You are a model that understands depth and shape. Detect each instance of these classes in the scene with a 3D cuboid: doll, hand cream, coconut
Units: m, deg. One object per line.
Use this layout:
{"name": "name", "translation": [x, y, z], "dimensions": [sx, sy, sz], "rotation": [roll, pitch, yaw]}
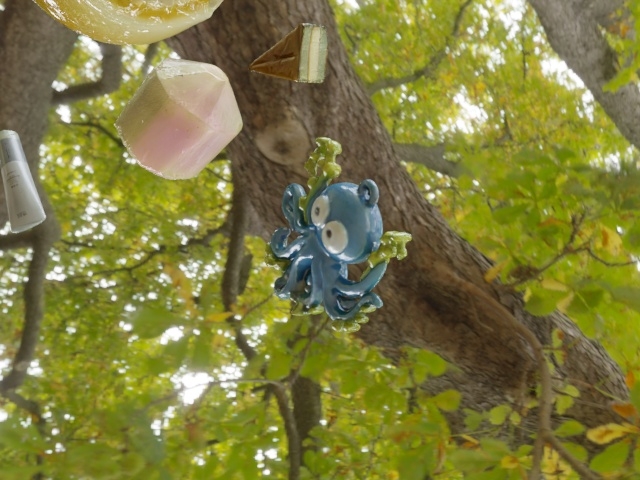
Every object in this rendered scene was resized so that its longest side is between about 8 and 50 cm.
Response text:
{"name": "doll", "translation": [0.000, 0.000, 1.338], "dimensions": [0.341, 0.098, 0.346], "rotation": [-49, -131, 36]}
{"name": "hand cream", "translation": [-0.682, -0.135, 1.707], "dimensions": [0.079, 0.048, 0.255], "rotation": [-23, -111, 1]}
{"name": "coconut", "translation": [-0.292, -0.273, 1.623], "dimensions": [0.245, 0.233, 0.233], "rotation": [-44, -118, 18]}

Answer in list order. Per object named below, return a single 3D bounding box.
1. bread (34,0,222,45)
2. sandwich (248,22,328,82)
{"name": "bread", "translation": [-0.195, -0.431, 0.807], "dimensions": [0.245, 0.328, 0.424], "rotation": [53, -43, 41]}
{"name": "sandwich", "translation": [-0.066, -0.391, 1.554], "dimensions": [0.163, 0.079, 0.114], "rotation": [23, -68, 42]}
